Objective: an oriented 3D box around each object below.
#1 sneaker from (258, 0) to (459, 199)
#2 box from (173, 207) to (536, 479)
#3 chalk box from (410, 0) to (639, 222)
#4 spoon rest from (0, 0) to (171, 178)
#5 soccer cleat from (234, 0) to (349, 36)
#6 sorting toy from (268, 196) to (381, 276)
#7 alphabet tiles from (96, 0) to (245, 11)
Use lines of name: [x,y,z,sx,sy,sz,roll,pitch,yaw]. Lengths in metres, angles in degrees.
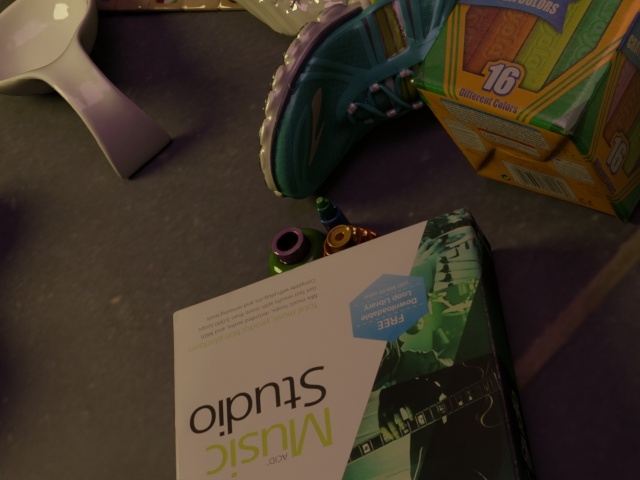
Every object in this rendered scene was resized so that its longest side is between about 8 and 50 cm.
sneaker: [0.057,-0.139,1.173,0.110,0.107,0.275,36,79,31]
box: [0.018,0.145,0.987,0.232,0.058,0.322,-21,47,15]
chalk box: [0.185,-0.146,1.048,0.132,0.132,0.213,21,76,36]
spoon rest: [-0.230,-0.157,1.369,0.137,0.084,0.276,-42,45,-6]
soccer cleat: [-0.050,-0.225,1.310,0.196,0.076,0.068,26,81,36]
sorting toy: [0.000,0.000,1.128,0.102,0.042,0.061,2,56,33]
alphabet tiles: [-0.111,-0.319,1.446,0.198,0.009,0.237,5,69,32]
